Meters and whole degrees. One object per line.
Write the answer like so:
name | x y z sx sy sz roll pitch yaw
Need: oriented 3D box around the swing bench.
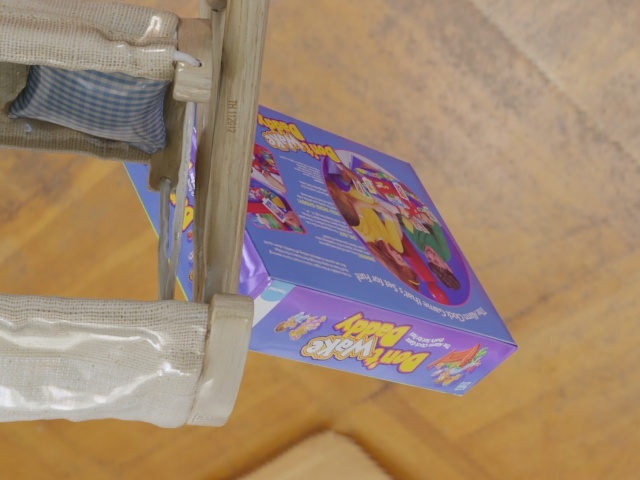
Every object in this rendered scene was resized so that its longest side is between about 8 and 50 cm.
swing bench | -0.161 -0.032 0.726 0.253 0.165 0.255 3 94 -10

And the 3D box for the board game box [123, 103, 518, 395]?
board game box | 0.000 0.000 1.351 0.078 0.233 0.347 -44 144 23
